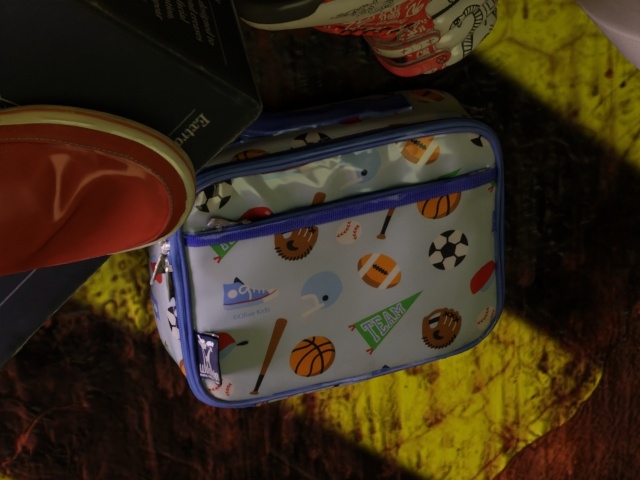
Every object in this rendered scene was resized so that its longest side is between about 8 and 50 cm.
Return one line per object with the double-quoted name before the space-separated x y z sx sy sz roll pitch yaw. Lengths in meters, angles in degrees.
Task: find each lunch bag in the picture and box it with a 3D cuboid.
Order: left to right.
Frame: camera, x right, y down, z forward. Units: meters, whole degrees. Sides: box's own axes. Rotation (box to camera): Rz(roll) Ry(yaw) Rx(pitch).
"lunch bag" 0.000 0.000 1.570 0.303 0.115 0.243 -13 123 -17

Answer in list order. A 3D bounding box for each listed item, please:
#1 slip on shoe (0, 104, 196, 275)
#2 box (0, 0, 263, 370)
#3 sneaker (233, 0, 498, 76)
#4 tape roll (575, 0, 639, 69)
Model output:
"slip on shoe" -0.238 -0.007 1.176 0.331 0.101 0.123 -5 132 -12
"box" -0.287 -0.139 1.254 0.395 0.212 0.293 30 119 -35
"sneaker" 0.043 -0.174 1.443 0.270 0.090 0.145 -33 139 -34
"tape roll" 0.344 -0.277 1.367 0.392 0.392 0.072 -45 127 8
